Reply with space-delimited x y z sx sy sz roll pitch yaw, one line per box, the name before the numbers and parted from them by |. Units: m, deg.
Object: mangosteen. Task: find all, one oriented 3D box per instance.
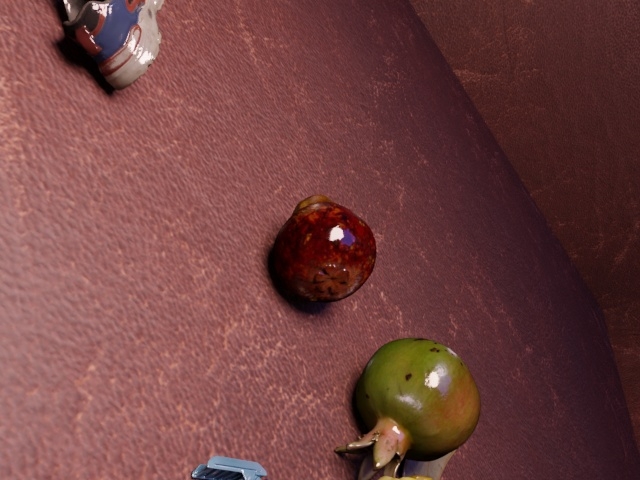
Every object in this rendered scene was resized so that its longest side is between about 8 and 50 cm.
mangosteen | -0.008 0.004 0.750 0.145 0.156 0.181 -9 43 -31

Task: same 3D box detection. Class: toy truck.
toy truck | -0.087 0.259 0.527 0.090 0.056 0.073 52 28 6

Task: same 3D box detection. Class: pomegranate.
pomegranate | 0.121 0.247 0.729 0.224 0.181 0.182 -44 106 -40

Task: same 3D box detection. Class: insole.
insole | 0.214 0.346 0.927 0.348 0.009 0.119 -29 93 -58

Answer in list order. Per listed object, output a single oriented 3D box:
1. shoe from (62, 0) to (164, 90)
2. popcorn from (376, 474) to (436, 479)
shoe | -0.262 -0.298 0.616 0.125 0.099 0.228 23 54 -50
popcorn | 0.110 0.394 0.524 0.292 0.237 0.293 -6 101 -33
